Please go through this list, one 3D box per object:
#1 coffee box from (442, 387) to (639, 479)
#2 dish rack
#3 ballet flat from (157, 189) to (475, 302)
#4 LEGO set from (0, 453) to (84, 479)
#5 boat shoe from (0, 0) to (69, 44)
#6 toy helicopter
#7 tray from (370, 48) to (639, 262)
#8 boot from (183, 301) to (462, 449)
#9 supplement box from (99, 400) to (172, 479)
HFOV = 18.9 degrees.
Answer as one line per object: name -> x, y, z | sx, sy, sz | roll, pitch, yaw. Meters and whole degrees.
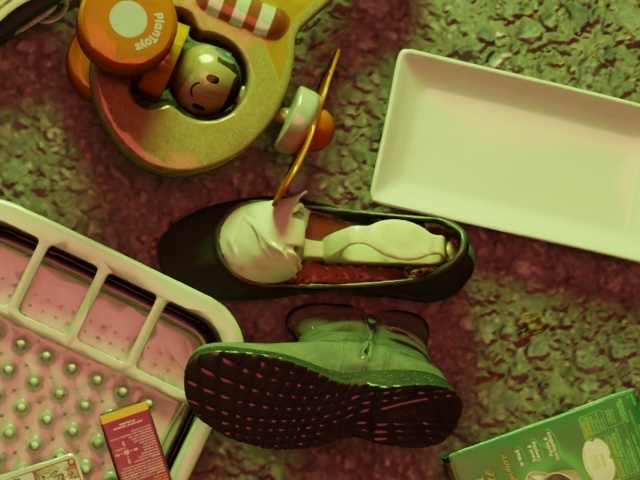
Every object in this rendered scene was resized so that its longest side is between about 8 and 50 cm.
coffee box -> 0.211, 0.213, 1.710 | 0.184, 0.040, 0.113 | -20, 86, -10
dish rack -> -0.250, 0.160, 1.635 | 0.285, 0.072, 0.333 | 26, 81, -5
ballet flat -> 0.000, 0.000, 1.675 | 0.280, 0.096, 0.095 | 1, 72, -8
LEGO set -> -0.291, 0.298, 1.569 | 0.244, 0.060, 0.182 | -17, 84, -18
boat shoe -> -0.264, -0.226, 1.672 | 0.254, 0.079, 0.095 | -42, 93, -8
toy helicopter -> -0.036, -0.183, 1.675 | 0.355, 0.140, 0.235 | -40, 89, -17
tray -> 0.186, -0.074, 1.743 | 0.270, 0.030, 0.145 | 13, 81, -6
boot -> -0.009, 0.105, 1.631 | 0.246, 0.161, 0.083 | 8, 113, -18
supplement box -> -0.151, 0.177, 1.586 | 0.043, 0.055, 0.083 | -18, 87, -8
